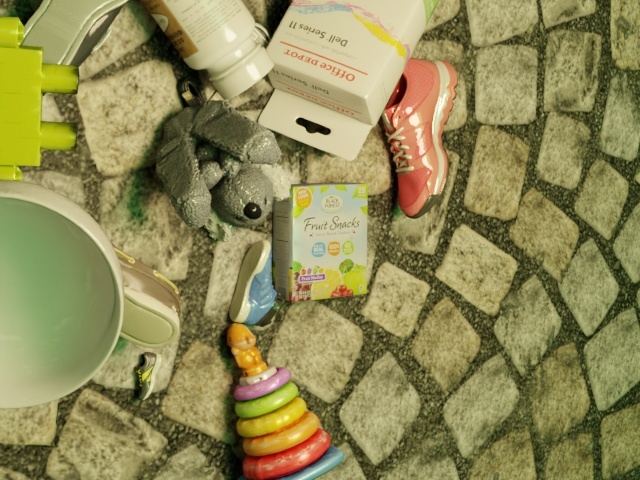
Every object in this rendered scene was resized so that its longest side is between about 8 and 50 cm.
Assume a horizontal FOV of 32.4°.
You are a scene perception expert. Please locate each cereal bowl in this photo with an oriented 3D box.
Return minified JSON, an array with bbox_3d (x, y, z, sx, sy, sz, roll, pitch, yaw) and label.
[{"bbox_3d":[-0.440,0.061,1.553,0.338,0.141,0.339,-2,116,-4],"label":"cereal bowl"}]

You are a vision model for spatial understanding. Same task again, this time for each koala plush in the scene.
[{"bbox_3d":[-0.148,-0.102,1.807,0.196,0.203,0.221,-41,138,0],"label":"koala plush"}]

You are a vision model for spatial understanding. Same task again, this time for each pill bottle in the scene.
[{"bbox_3d":[-0.179,-0.344,1.743,0.131,0.131,0.229,-45,109,-26],"label":"pill bottle"}]

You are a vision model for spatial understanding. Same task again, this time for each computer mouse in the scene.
[{"bbox_3d":[-0.155,-0.284,1.853,0.106,0.042,0.193,46,74,-28],"label":"computer mouse"}]

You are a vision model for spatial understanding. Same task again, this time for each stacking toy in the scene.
[{"bbox_3d":[-0.095,0.283,1.924,0.165,0.175,0.302,-24,96,-29],"label":"stacking toy"}]

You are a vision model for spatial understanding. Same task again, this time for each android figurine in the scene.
[{"bbox_3d":[-0.476,-0.191,1.533,0.272,0.056,0.248,3,107,-14],"label":"android figurine"}]

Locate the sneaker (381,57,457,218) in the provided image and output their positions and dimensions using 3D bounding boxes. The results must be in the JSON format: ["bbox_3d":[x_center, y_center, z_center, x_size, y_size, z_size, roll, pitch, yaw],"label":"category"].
[{"bbox_3d":[0.165,-0.200,2.094,0.136,0.116,0.314,10,82,-29],"label":"sneaker"}]

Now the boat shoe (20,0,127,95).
[{"bbox_3d":[-0.363,-0.344,1.649,0.114,0.091,0.302,39,71,-4],"label":"boat shoe"}]

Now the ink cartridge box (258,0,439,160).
[{"bbox_3d":[0.041,-0.337,1.884,0.354,0.207,0.119,-64,164,-14],"label":"ink cartridge box"}]

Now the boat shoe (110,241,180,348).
[{"bbox_3d":[-0.352,0.047,1.700,0.324,0.116,0.097,34,33,-24],"label":"boat shoe"}]

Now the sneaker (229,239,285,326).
[{"bbox_3d":[-0.098,0.078,1.931,0.084,0.058,0.152,18,89,-33],"label":"sneaker"}]

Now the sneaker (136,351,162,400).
[{"bbox_3d":[-0.291,0.223,1.818,0.035,0.031,0.083,22,78,-25],"label":"sneaker"}]

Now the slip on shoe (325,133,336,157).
[{"bbox_3d":[0.071,-0.304,1.998,0.101,0.123,0.331,24,82,-10],"label":"slip on shoe"}]

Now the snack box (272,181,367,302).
[{"bbox_3d":[0.000,0.000,1.994,0.174,0.070,0.207,-5,97,-38],"label":"snack box"}]
